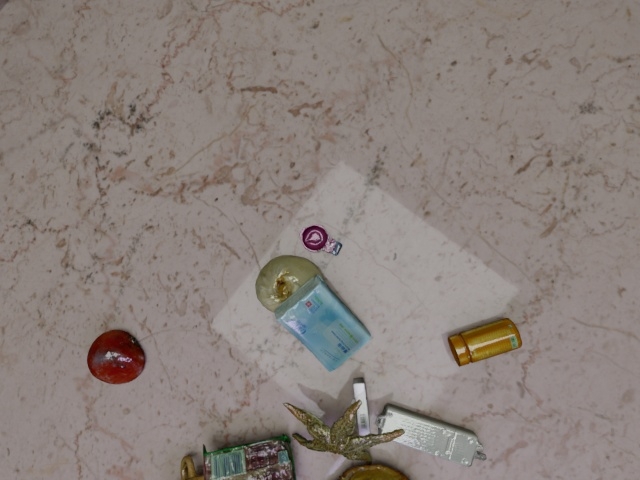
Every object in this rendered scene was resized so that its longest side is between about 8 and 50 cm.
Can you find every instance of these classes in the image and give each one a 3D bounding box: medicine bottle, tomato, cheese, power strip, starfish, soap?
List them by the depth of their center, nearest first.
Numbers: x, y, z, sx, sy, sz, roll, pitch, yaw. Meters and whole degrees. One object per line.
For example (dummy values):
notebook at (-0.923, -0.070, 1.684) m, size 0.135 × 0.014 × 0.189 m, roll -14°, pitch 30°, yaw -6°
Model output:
starfish at (0.045, 0.549, 1.157) m, size 0.348 × 0.357 × 0.078 m, roll 17°, pitch 43°, yaw 12°
soap at (-0.213, 0.690, 1.207) m, size 0.274 × 0.098 × 0.217 m, roll -8°, pitch 57°, yaw -10°
medicine bottle at (0.495, 0.308, 1.229) m, size 0.192 × 0.096 × 0.096 m, roll -20°, pitch 82°, yaw 3°
power strip at (0.333, 0.592, 1.231) m, size 0.339 × 0.058 × 0.098 m, roll 16°, pitch 85°, yaw 8°
tomato at (-0.689, 0.392, 1.336) m, size 0.173 × 0.099 × 0.189 m, roll -41°, pitch 83°, yaw -2°
cheese at (0.000, 0.000, 1.345) m, size 0.145 × 0.038 × 0.095 m, roll 27°, pitch 88°, yaw 2°

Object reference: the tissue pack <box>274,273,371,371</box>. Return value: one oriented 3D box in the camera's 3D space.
tissue pack at (0.011, 0.256, 1.236) m, size 0.177 × 0.089 × 0.263 m, roll -41°, pitch 109°, yaw -1°

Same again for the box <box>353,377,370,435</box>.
box at (0.127, 0.509, 1.248) m, size 0.040 × 0.084 × 0.154 m, roll -8°, pitch 83°, yaw 6°

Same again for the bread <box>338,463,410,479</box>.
bread at (0.163, 0.844, 1.148) m, size 0.337 × 0.204 × 0.358 m, roll -42°, pitch 80°, yaw -5°

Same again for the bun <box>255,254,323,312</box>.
bun at (-0.102, 0.145, 1.293) m, size 0.223 × 0.127 × 0.222 m, roll 0°, pitch 83°, yaw 3°

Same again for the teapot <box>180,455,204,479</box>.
teapot at (-0.381, 0.822, 1.233) m, size 0.167 × 0.204 × 0.311 m, roll -55°, pitch 52°, yaw 38°
